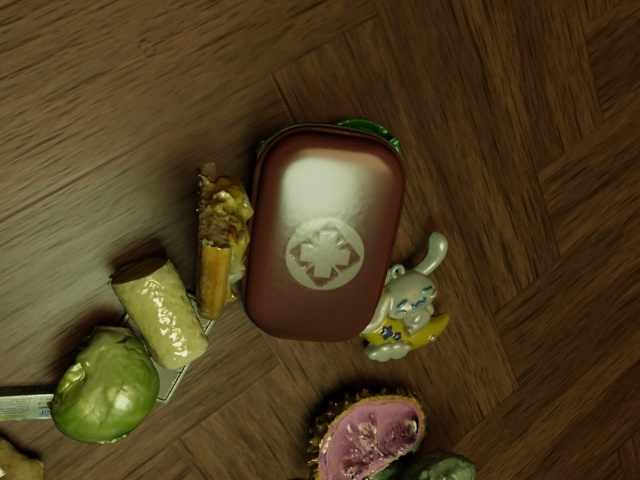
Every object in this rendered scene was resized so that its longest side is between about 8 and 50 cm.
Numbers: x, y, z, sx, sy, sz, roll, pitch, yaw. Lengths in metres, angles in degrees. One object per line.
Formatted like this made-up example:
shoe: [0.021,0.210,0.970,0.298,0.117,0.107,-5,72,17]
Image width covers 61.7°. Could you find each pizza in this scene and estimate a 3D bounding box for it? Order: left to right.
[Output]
pizza: [-0.154,0.007,0.836,0.089,0.323,0.223,3,67,-12]

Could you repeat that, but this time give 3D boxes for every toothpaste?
toothpaste: [-0.480,0.260,0.850,0.164,0.034,0.046,5,99,-28]

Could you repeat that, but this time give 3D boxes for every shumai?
shumai: [0.194,0.534,1.132,0.225,0.222,0.260,-32,144,-47]

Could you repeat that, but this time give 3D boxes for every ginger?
ginger: [-0.501,0.375,0.847,0.095,0.069,0.190,-27,116,8]

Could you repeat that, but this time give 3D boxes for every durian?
durian: [0.090,0.391,1.134,0.341,0.112,0.191,-12,98,-33]

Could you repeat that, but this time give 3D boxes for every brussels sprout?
brussels sprout: [-0.332,0.231,0.851,0.145,0.131,0.183,28,76,-13]

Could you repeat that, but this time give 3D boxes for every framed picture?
framed picture: [-0.285,0.176,0.941,0.150,0.015,0.203,30,88,-29]

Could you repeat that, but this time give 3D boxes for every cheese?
cheese: [-0.257,0.116,0.860,0.094,0.123,0.167,-37,115,-41]

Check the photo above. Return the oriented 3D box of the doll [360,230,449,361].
doll: [0.171,0.128,1.107,0.252,0.111,0.237,-23,110,-11]

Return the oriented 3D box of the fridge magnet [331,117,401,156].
fridge magnet: [0.065,-0.124,1.005,0.208,0.088,0.208,-8,110,-22]

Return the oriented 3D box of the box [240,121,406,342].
box: [0.000,0.000,0.930,0.263,0.108,0.403,5,114,-10]
